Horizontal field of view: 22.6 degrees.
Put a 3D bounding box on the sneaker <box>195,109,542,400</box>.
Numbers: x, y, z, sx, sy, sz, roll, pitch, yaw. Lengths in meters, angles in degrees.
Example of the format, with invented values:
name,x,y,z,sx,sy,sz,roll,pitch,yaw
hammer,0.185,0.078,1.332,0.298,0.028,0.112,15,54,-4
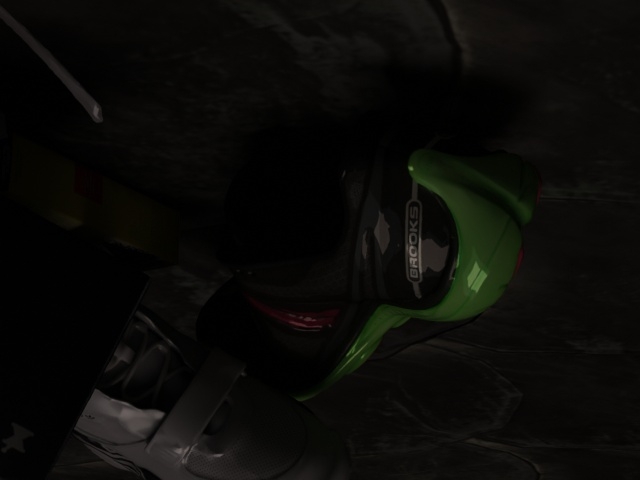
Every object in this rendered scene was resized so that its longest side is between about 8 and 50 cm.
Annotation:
name,x,y,z,sx,sy,sz,roll,pitch,yaw
sneaker,0.000,0.000,1.375,0.202,0.185,0.483,31,150,-14

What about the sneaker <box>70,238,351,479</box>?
name,x,y,z,sx,sy,sz,roll,pitch,yaw
sneaker,-0.153,0.123,1.386,0.366,0.137,0.210,21,157,25

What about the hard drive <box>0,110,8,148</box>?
name,x,y,z,sx,sy,sz,roll,pitch,yaw
hard drive,-0.434,-0.043,1.272,0.319,0.040,0.210,-30,149,30

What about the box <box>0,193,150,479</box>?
name,x,y,z,sx,sy,sz,roll,pitch,yaw
box,-0.353,0.125,1.225,0.293,0.212,0.395,30,141,-7

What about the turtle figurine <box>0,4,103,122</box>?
name,x,y,z,sx,sy,sz,roll,pitch,yaw
turtle figurine,-0.277,-0.120,0.981,0.198,0.274,0.266,-34,154,-6

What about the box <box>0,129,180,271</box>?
name,x,y,z,sx,sy,sz,roll,pitch,yaw
box,-0.227,-0.028,1.399,0.087,0.058,0.232,-13,155,33
